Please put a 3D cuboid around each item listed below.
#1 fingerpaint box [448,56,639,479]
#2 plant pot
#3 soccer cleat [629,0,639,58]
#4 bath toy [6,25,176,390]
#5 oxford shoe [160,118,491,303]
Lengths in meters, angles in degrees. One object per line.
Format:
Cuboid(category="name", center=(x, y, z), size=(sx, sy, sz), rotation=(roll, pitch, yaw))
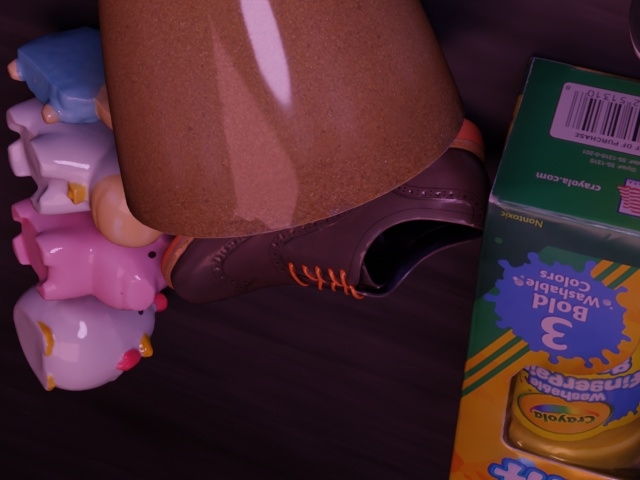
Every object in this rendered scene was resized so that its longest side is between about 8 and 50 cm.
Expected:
Cuboid(category="fingerpaint box", center=(0.331, 0.097, 1.382), size=(0.444, 0.163, 0.371), rotation=(14, 138, 9))
Cuboid(category="plant pot", center=(-0.052, -0.168, 1.239), size=(0.237, 0.237, 0.254), rotation=(-4, 119, 26))
Cuboid(category="soccer cleat", center=(0.355, -0.143, 1.182), size=(0.318, 0.109, 0.116), rotation=(-8, 162, 18))
Cuboid(category="bath toy", center=(-0.167, -0.010, 1.518), size=(0.151, 0.129, 0.348), rotation=(54, 150, 33))
Cuboid(category="oxford shoe", center=(0.000, 0.000, 1.414), size=(0.271, 0.098, 0.097), rotation=(-24, 147, 23))
